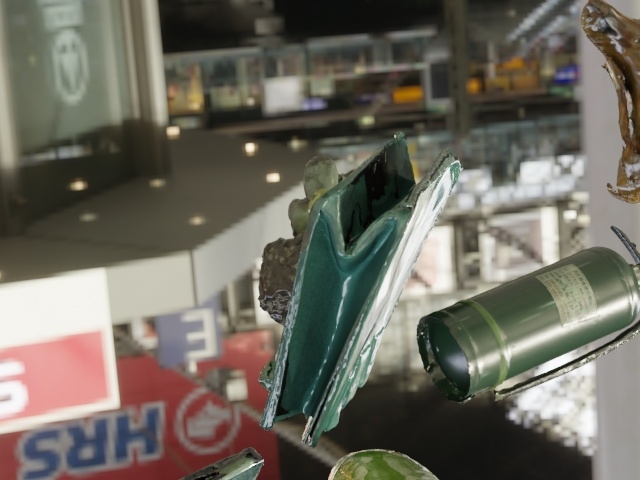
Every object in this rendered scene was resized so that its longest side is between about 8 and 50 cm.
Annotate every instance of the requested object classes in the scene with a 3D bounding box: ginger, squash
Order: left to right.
[{"bbox_3d":[0.068,0.260,1.416,0.118,0.118,0.370,-6,-170,-10],"label":"squash"},{"bbox_3d":[0.466,-0.207,2.164,0.133,0.309,0.107,-8,-173,16],"label":"ginger"}]

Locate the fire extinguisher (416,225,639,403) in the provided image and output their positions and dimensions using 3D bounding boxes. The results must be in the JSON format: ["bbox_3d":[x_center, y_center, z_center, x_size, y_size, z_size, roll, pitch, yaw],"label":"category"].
[{"bbox_3d":[0.238,0.069,1.473,0.294,0.118,0.093,-20,168,-26],"label":"fire extinguisher"}]

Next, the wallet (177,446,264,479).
[{"bbox_3d":[-0.201,0.460,2.308,0.191,0.379,0.046,-26,-118,-31],"label":"wallet"}]

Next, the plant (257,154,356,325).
[{"bbox_3d":[-0.001,0.000,2.278,0.149,0.146,0.274,3,-125,23],"label":"plant"}]

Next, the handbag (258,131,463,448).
[{"bbox_3d":[0.030,0.037,1.475,0.100,0.274,0.269,24,-157,9],"label":"handbag"}]
